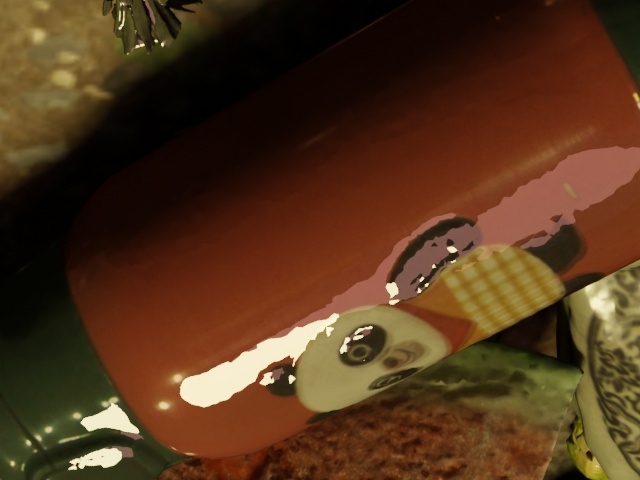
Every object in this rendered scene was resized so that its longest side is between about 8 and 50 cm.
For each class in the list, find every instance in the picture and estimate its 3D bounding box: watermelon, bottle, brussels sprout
[{"bbox_3d":[-0.005,0.170,0.771,0.283,0.292,0.250,1,104,-14],"label":"watermelon"},{"bbox_3d":[0.000,0.000,0.653,0.336,0.144,0.144,-29,140,12],"label":"bottle"},{"bbox_3d":[0.172,0.118,0.928,0.051,0.046,0.083,-2,138,-13],"label":"brussels sprout"}]

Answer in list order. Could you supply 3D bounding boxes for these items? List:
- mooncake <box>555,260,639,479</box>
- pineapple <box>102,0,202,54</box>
[{"bbox_3d":[0.239,0.021,0.783,0.254,0.136,0.250,-16,136,-8],"label":"mooncake"},{"bbox_3d":[-0.080,-0.115,0.558,0.058,0.058,0.124,-20,147,-2],"label":"pineapple"}]
